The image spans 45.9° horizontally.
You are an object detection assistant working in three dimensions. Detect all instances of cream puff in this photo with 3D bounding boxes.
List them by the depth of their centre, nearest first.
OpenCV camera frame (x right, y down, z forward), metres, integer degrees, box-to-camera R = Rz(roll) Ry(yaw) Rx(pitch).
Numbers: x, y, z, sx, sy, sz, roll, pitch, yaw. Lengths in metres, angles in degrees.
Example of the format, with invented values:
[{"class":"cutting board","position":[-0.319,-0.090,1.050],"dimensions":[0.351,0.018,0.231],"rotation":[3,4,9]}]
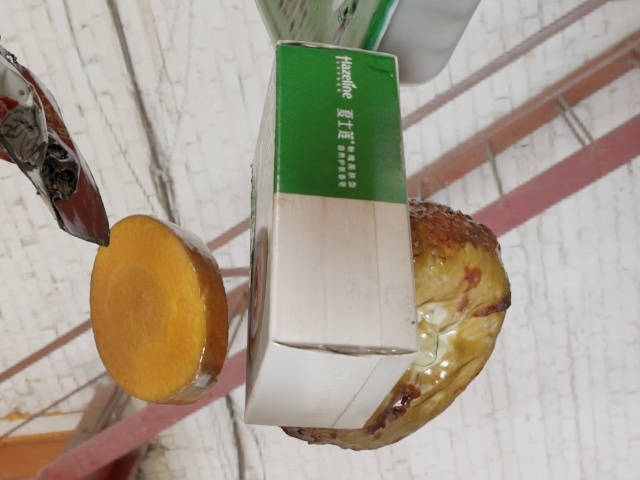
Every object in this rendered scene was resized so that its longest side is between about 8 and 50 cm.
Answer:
[{"class":"cream puff","position":[0.048,0.065,0.646],"dimensions":[0.164,0.240,0.240],"rotation":[38,151,48]}]

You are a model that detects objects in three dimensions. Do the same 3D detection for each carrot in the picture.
[{"class":"carrot","position":[-0.230,0.103,1.103],"dimensions":[0.100,0.258,0.307],"rotation":[4,-151,-45]}]

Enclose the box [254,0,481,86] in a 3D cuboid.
[{"class":"box","position":[0.047,-0.257,0.612],"dimensions":[0.336,0.106,0.264],"rotation":[-110,35,-43]}]

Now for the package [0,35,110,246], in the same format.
[{"class":"package","position":[-0.271,-0.105,0.678],"dimensions":[0.269,0.071,0.194],"rotation":[87,169,-76]}]

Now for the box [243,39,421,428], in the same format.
[{"class":"box","position":[0.000,0.000,0.453],"dimensions":[0.135,0.081,0.199],"rotation":[110,160,-58]}]
